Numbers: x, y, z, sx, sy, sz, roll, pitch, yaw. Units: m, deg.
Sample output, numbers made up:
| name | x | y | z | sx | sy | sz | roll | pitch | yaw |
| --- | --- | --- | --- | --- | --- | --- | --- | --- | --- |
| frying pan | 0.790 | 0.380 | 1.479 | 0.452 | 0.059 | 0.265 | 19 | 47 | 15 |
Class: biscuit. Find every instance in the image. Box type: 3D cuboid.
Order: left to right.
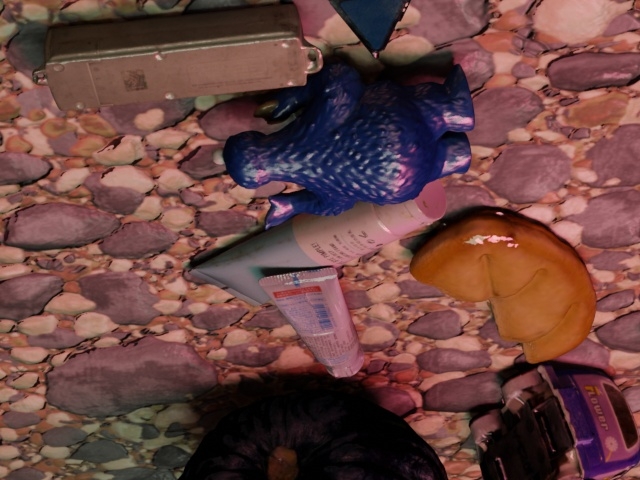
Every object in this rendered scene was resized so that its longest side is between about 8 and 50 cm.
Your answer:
| name | x | y | z | sx | sy | sz | roll | pitch | yaw |
| --- | --- | --- | --- | --- | --- | --- | --- | --- | --- |
| biscuit | 0.235 | 0.055 | 1.892 | 0.154 | 0.045 | 0.299 | -28 | 137 | 27 |

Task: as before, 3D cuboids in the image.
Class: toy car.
| name | x | y | z | sx | sy | sz | roll | pitch | yaw |
| --- | --- | --- | --- | --- | --- | --- | --- | --- | --- |
| toy car | 0.304 | 0.272 | 2.101 | 0.158 | 0.172 | 0.235 | -2 | 150 | -27 |

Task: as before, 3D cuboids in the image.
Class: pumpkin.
| name | x | y | z | sx | sy | sz | roll | pitch | yaw |
| --- | --- | --- | --- | --- | --- | --- | --- | --- | --- |
| pumpkin | -0.014 | 0.357 | 2.011 | 0.363 | 0.363 | 0.266 | -9 | 130 | 6 |

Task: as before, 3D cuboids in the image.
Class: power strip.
| name | x | y | z | sx | sy | sz | roll | pitch | yaw |
| --- | --- | --- | --- | --- | --- | --- | --- | --- | --- |
| power strip | -0.135 | -0.174 | 1.542 | 0.272 | 0.052 | 0.078 | -7 | 143 | 2 |

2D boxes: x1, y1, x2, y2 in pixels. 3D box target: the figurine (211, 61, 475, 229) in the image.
| name | x | y | z | sx | sy | sz | roll | pitch | yaw |
| --- | --- | --- | --- | --- | --- | --- | --- | --- | --- |
| figurine | 0.027 | -0.090 | 1.600 | 0.262 | 0.121 | 0.164 | -19 | 122 | 3 |

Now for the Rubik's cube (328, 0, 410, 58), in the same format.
| name | x | y | z | sx | sy | sz | roll | pitch | yaw |
| --- | --- | --- | --- | --- | --- | --- | --- | --- | --- |
| Rubik's cube | 0.003 | -0.253 | 1.389 | 0.178 | 0.190 | 0.211 | 23 | 133 | -7 |

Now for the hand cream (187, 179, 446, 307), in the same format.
| name | x | y | z | sx | sy | sz | roll | pitch | yaw |
| --- | --- | --- | --- | --- | --- | --- | --- | --- | --- |
| hand cream | 0.000 | 0.000 | 1.796 | 0.312 | 0.070 | 0.111 | -23 | 142 | 36 |

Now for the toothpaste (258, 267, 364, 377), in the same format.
| name | x | y | z | sx | sy | sz | roll | pitch | yaw |
| --- | --- | --- | --- | --- | --- | --- | --- | --- | --- |
| toothpaste | 0.001 | 0.093 | 1.885 | 0.089 | 0.057 | 0.234 | -9 | 151 | 11 |
